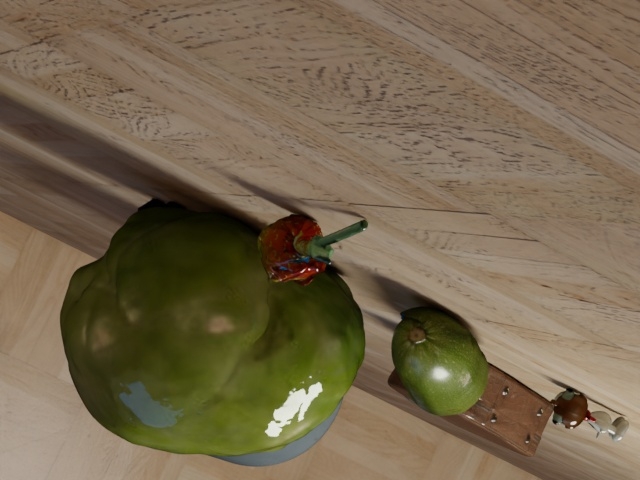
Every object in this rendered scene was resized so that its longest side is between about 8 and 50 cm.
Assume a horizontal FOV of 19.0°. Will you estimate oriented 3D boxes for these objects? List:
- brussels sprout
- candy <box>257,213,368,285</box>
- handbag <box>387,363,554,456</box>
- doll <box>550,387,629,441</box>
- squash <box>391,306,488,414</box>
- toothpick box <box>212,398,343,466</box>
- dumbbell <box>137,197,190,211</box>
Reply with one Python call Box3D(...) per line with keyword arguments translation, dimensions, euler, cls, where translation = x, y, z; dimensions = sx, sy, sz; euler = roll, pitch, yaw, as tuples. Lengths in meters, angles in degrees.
Box3D(translation=(-0.116, 0.087, 1.875), dimensions=(0.273, 0.243, 0.316), euler=(-2, -168, -44), cls="brussels sprout")
Box3D(translation=(0.000, 0.000, 1.513), dimensions=(0.060, 0.060, 0.201), euler=(27, 166, -14), cls="candy")
Box3D(translation=(0.168, 0.176, 2.186), dimensions=(0.151, 0.072, 0.193), euler=(22, 174, 35), cls="handbag")
Box3D(translation=(0.273, 0.181, 1.954), dimensions=(0.085, 0.040, 0.058), euler=(30, -173, 2), cls="doll")
Box3D(translation=(0.123, 0.129, 1.900), dimensions=(0.094, 0.094, 0.341), euler=(24, 171, 11), cls="squash")
Box3D(translation=(-0.119, 0.154, 2.346), dimensions=(0.263, 0.263, 0.354), euler=(23, 175, 26), cls="toothpick box")
Box3D(translation=(-0.164, -0.023, 1.994), dimensions=(0.036, 0.040, 0.083), euler=(61, 162, -15), cls="dumbbell")
